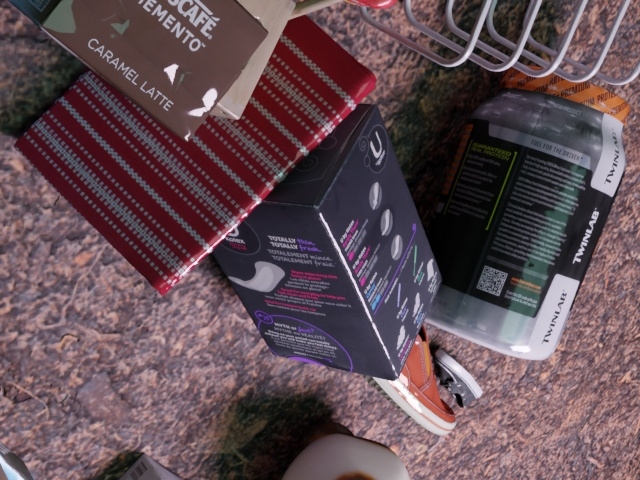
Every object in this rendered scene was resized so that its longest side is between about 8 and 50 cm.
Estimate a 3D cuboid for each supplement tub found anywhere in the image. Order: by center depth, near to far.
[{"bbox_3d":[0.236,-0.034,1.124,0.194,0.194,0.315,17,96,-43],"label":"supplement tub"}]

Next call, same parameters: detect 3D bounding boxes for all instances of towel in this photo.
[{"bbox_3d":[-0.109,-0.114,0.848,0.275,0.199,0.031,-45,172,-6],"label":"towel"}]

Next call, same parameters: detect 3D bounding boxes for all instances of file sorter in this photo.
[{"bbox_3d":[0.209,-0.271,0.977,0.278,0.193,0.173,-2,120,-37],"label":"file sorter"}]

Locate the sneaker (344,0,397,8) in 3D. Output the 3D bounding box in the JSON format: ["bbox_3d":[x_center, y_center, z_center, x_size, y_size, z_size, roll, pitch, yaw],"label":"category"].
[{"bbox_3d":[-0.002,-0.311,0.835,0.107,0.118,0.279,-50,135,-2],"label":"sneaker"}]

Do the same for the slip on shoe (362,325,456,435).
[{"bbox_3d":[0.102,0.149,1.219,0.101,0.123,0.331,-47,131,-10],"label":"slip on shoe"}]

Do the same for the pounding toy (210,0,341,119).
[{"bbox_3d":[-0.078,-0.175,0.784,0.100,0.130,0.141,34,79,-45],"label":"pounding toy"}]

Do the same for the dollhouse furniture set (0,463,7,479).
[{"bbox_3d":[-0.411,0.230,0.679,0.362,0.256,0.394,-52,134,3],"label":"dollhouse furniture set"}]

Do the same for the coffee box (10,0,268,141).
[{"bbox_3d":[-0.166,-0.188,0.694,0.098,0.246,0.141,-52,136,1],"label":"coffee box"}]

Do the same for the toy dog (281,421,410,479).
[{"bbox_3d":[-0.017,0.438,1.235,0.395,0.284,0.407,30,100,-8],"label":"toy dog"}]

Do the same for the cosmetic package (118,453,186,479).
[{"bbox_3d":[-0.251,0.372,1.118,0.239,0.060,0.099,-46,136,-4],"label":"cosmetic package"}]

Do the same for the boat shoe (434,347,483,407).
[{"bbox_3d":[0.193,0.201,1.367,0.040,0.049,0.142,-46,137,-4],"label":"boat shoe"}]

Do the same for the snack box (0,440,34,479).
[{"bbox_3d":[-0.422,0.200,0.873,0.187,0.060,0.322,-38,134,-12],"label":"snack box"}]

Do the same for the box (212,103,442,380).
[{"bbox_3d":[0.000,0.000,0.976,0.143,0.165,0.270,-61,144,-32],"label":"box"}]
